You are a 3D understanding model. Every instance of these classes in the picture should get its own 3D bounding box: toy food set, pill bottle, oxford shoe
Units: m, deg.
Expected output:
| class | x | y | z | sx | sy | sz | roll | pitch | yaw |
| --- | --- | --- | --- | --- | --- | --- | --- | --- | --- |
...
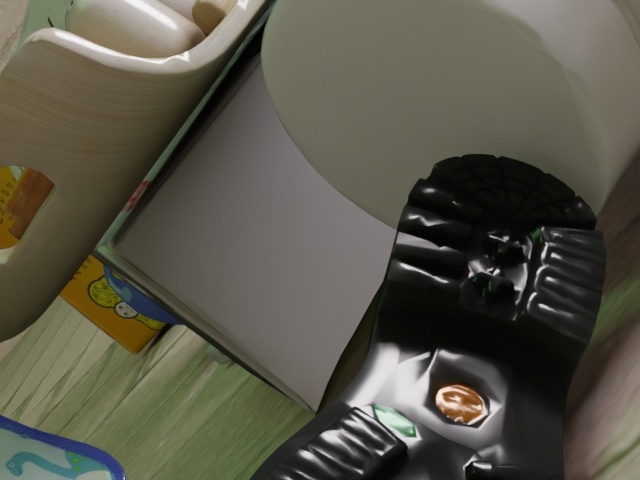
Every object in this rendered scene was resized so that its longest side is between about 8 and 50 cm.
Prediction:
| class | x | y | z | sx | sy | sz | roll | pitch | yaw |
| --- | --- | --- | --- | --- | --- | --- | --- | --- | --- |
| toy food set | -0.068 | -0.112 | 0.813 | 0.306 | 0.092 | 0.220 | -58 | 6 | -38 |
| pill bottle | 0.103 | -0.140 | 0.711 | 0.301 | 0.169 | 0.169 | -55 | 9 | -34 |
| oxford shoe | 0.022 | 0.082 | 0.550 | 0.227 | 0.083 | 0.096 | -58 | -8 | -44 |

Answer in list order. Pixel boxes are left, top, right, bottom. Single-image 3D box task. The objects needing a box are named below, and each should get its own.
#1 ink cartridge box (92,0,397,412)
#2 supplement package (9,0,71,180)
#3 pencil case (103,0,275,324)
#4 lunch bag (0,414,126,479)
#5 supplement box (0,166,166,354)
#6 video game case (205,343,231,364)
| class | x | y | z | sx | sy | sz | roll | pitch | yaw |
| --- | --- | --- | --- | --- | --- | --- | --- | --- | --- |
| ink cartridge box | 0.027 | -0.077 | 0.992 | 0.307 | 0.129 | 0.223 | -51 | 8 | -5 |
| supplement package | -0.118 | -0.124 | 1.352 | 0.139 | 0.134 | 0.244 | -7 | -44 | -31 |
| pencil case | -0.064 | -0.081 | 1.225 | 0.306 | 0.133 | 0.119 | 100 | 156 | -44 |
| lunch bag | -0.104 | 0.138 | 0.660 | 0.096 | 0.151 | 0.129 | -44 | 10 | 44 |
| supplement box | -0.099 | -0.108 | 1.598 | 0.356 | 0.195 | 0.194 | -44 | 10 | 38 |
| video game case | 0.000 | 0.000 | 1.194 | 0.157 | 0.019 | 0.143 | -54 | 9 | -25 |
